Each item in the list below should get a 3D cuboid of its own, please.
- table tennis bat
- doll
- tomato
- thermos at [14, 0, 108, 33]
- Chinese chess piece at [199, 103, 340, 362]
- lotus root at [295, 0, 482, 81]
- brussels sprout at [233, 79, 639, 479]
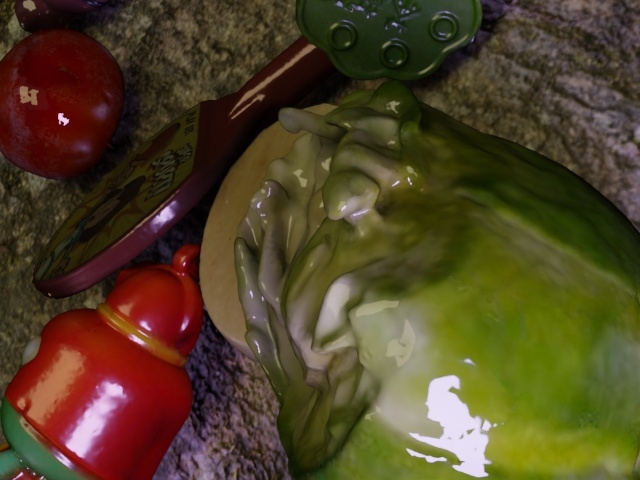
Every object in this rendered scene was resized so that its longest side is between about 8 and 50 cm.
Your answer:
[{"bbox_3d":[-0.139,-0.081,1.414,0.414,0.051,0.268,-37,20,14],"label":"table tennis bat"},{"bbox_3d":[-0.214,0.157,1.317,0.160,0.182,0.363,32,88,37],"label":"doll"},{"bbox_3d":[-0.320,-0.156,1.617,0.187,0.151,0.187,-19,62,39],"label":"tomato"},{"bbox_3d":[-0.266,-0.389,1.717,0.330,0.109,0.136,-42,46,21],"label":"thermos"},{"bbox_3d":[0.000,0.000,1.255,0.251,0.097,0.251,-23,54,36],"label":"Chinese chess piece"},{"bbox_3d":[0.061,-0.264,1.308,0.186,0.186,0.186,-22,54,35],"label":"lotus root"},{"bbox_3d":[0.088,0.066,0.985,0.276,0.314,0.371,-60,35,26],"label":"brussels sprout"}]
